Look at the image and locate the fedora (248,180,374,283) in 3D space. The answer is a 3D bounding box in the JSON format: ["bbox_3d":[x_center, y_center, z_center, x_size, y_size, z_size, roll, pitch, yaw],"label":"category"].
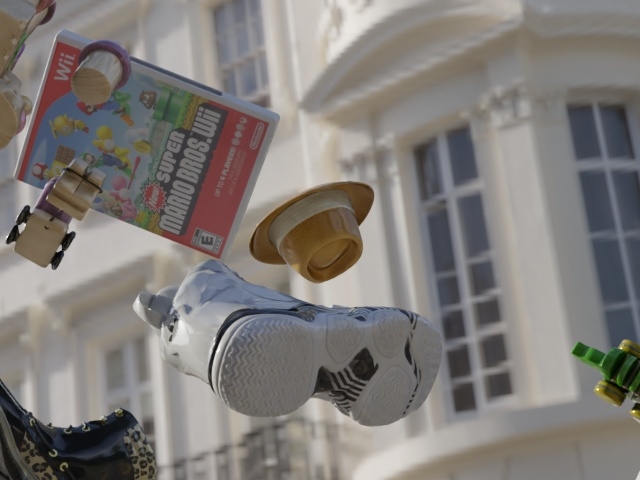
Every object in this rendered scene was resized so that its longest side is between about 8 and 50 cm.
[{"bbox_3d":[0.000,0.000,2.043,0.194,0.079,0.194,-21,-24,-10],"label":"fedora"}]

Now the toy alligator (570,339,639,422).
[{"bbox_3d":[0.309,0.140,1.402,0.189,0.056,0.051,32,-10,13],"label":"toy alligator"}]

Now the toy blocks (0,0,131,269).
[{"bbox_3d":[-0.327,-0.197,1.674,0.309,0.260,0.289,31,-56,-8],"label":"toy blocks"}]

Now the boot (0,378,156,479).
[{"bbox_3d":[-0.310,0.227,1.843,0.178,0.236,0.085,-26,-5,-44],"label":"boot"}]

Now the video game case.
[{"bbox_3d":[-0.214,-0.114,1.919,0.285,0.025,0.204,22,-65,-1],"label":"video game case"}]

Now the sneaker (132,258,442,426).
[{"bbox_3d":[-0.032,0.106,1.748,0.210,0.137,0.365,26,13,40],"label":"sneaker"}]

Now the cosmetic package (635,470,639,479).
[{"bbox_3d":[0.532,0.388,2.182,0.183,0.151,0.151,35,-32,-1],"label":"cosmetic package"}]
